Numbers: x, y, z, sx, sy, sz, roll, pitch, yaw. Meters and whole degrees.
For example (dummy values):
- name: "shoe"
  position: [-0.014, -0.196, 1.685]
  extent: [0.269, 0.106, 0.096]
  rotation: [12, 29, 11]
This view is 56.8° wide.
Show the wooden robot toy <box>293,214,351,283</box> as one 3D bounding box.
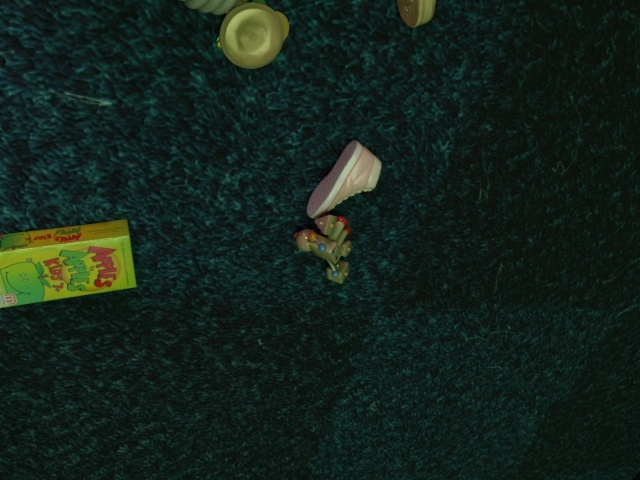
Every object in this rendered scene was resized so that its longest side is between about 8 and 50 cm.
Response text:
- name: "wooden robot toy"
  position: [0.000, 0.000, 0.931]
  extent: [0.076, 0.079, 0.173]
  rotation: [-63, 156, -20]

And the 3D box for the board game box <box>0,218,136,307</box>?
- name: "board game box"
  position: [-0.350, 0.031, 0.805]
  extent: [0.182, 0.043, 0.092]
  rotation: [-8, 127, -18]

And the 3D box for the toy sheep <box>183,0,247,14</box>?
- name: "toy sheep"
  position: [-0.128, -0.292, 0.633]
  extent: [0.132, 0.091, 0.091]
  rotation: [15, 118, -38]

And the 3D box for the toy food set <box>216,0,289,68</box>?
- name: "toy food set"
  position: [-0.084, -0.252, 0.723]
  extent: [0.083, 0.020, 0.083]
  rotation: [22, 115, -34]

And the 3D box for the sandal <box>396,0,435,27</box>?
- name: "sandal"
  position: [0.080, -0.350, 0.676]
  extent: [0.079, 0.088, 0.240]
  rotation: [-26, 136, -11]

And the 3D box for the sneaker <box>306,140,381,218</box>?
- name: "sneaker"
  position: [0.040, -0.078, 0.887]
  extent: [0.070, 0.051, 0.134]
  rotation: [27, 107, -31]
